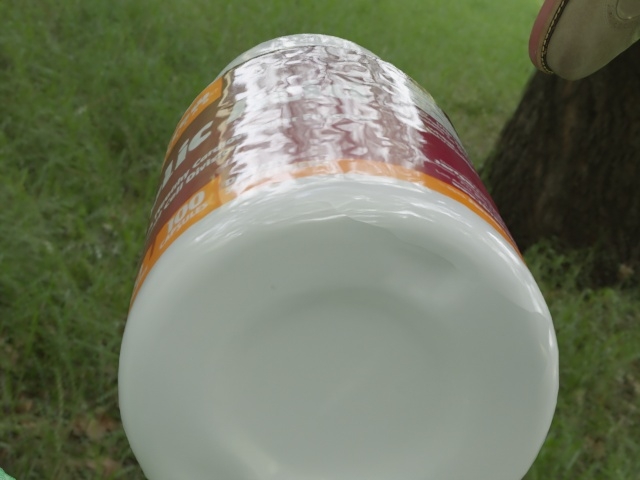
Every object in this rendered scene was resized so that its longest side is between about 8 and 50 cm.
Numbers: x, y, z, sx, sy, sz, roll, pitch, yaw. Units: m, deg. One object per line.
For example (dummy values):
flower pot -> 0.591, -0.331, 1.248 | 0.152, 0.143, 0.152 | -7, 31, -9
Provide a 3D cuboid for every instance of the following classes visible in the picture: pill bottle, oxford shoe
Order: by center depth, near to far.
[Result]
pill bottle -> 0.000, 0.000, 0.696 | 0.224, 0.224, 0.392 | 21, 21, -13
oxford shoe -> 0.316, -0.236, 0.827 | 0.123, 0.348, 0.130 | 13, 38, -57

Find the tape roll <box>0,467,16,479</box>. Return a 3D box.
tape roll -> -0.152, 0.233, 0.361 | 0.077, 0.321, 0.321 | -1, 32, -44
